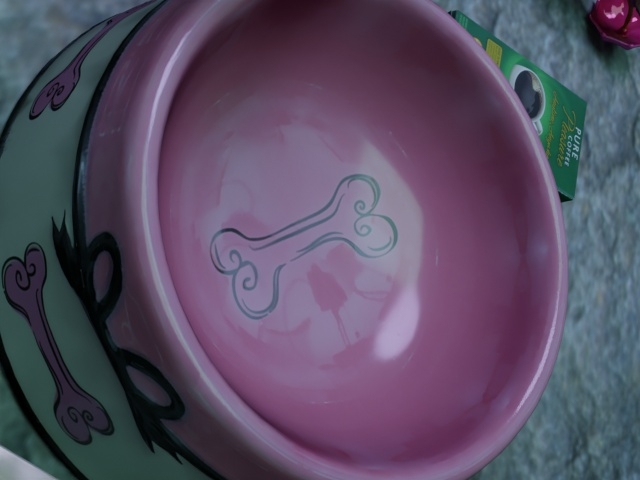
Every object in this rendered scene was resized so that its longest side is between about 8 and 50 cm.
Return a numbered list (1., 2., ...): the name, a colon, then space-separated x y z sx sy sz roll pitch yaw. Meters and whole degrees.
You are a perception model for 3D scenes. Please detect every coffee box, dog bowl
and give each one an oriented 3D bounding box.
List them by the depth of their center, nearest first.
1. dog bowl: 0.000 0.000 0.616 0.408 0.150 0.407 10 72 -33
2. coffee box: 0.169 -0.118 0.851 0.184 0.040 0.113 25 65 -30

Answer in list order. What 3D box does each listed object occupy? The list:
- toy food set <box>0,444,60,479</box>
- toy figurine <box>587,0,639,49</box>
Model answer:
1. toy food set: -0.198 0.224 0.465 0.306 0.092 0.219 36 60 -16
2. toy figurine: 0.324 -0.273 0.947 0.130 0.173 0.159 -45 120 -19
